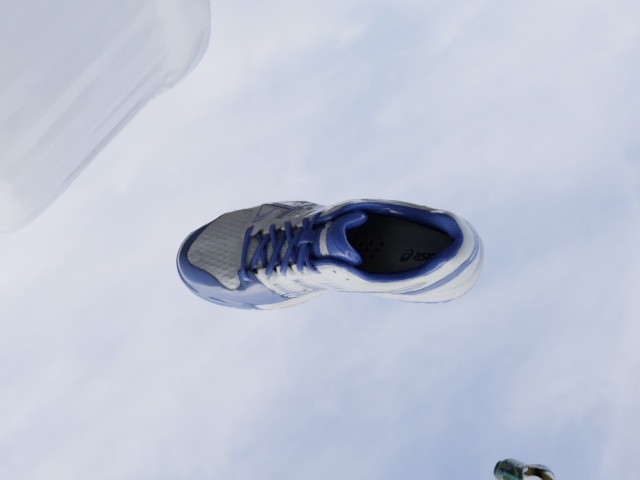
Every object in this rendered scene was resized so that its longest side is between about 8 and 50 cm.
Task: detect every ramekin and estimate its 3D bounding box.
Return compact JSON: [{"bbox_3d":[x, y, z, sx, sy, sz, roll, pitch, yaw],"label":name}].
[{"bbox_3d":[-0.200,-0.125,0.405,0.277,0.277,0.135,11,-120,50],"label":"ramekin"}]

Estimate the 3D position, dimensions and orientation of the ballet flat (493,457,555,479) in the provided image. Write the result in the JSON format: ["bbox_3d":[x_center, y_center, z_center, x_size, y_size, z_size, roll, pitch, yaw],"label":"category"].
[{"bbox_3d":[0.375,0.426,1.570,0.070,0.188,0.070,-17,-116,39],"label":"ballet flat"}]

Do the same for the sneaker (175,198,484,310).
[{"bbox_3d":[0.000,0.000,0.827,0.297,0.131,0.111,-4,-104,9],"label":"sneaker"}]
